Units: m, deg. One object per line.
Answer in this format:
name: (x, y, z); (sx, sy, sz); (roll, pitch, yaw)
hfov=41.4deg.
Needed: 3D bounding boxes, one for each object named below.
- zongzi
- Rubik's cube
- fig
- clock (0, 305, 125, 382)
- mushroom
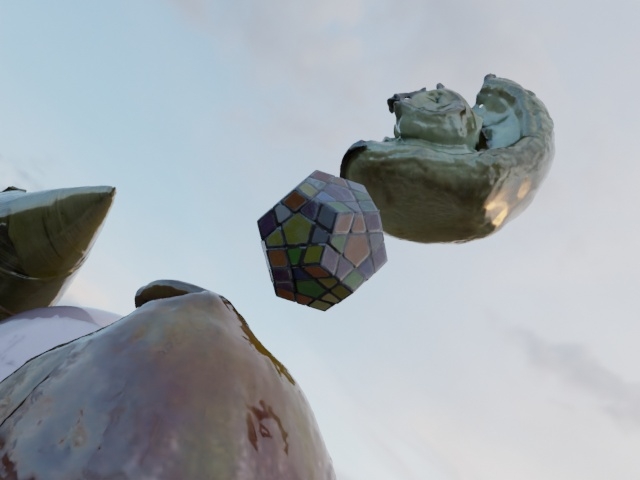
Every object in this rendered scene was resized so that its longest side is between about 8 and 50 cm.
zongzi: (-0.295, -0.018, 0.918); (0.145, 0.300, 0.274); (49, 18, -20)
Rubik's cube: (0.000, 0.000, 0.671); (0.093, 0.111, 0.111); (50, -22, -2)
fig: (-0.097, 0.158, 0.393); (0.223, 0.263, 0.224); (24, 21, -9)
clock: (-0.232, 0.249, 0.759); (0.250, 0.368, 0.377); (29, -42, 17)
mushroom: (0.170, -0.078, 1.037); (0.164, 0.267, 0.190); (44, -42, 35)
